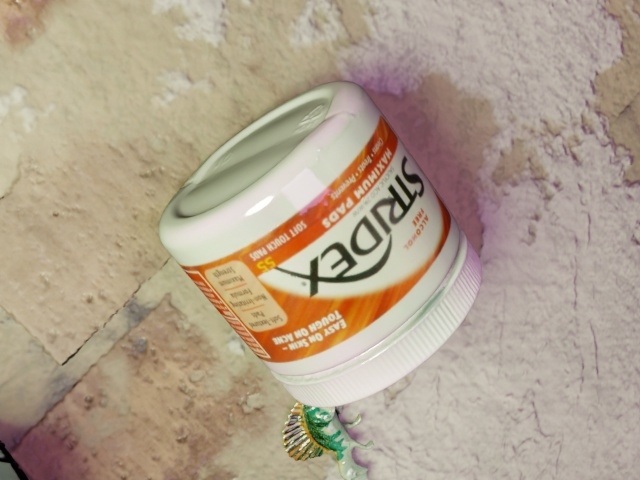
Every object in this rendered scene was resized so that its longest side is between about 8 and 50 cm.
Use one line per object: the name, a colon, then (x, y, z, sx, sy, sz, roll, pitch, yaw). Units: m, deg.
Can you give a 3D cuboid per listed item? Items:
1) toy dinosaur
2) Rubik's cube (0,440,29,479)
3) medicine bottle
toy dinosaur: (-0.005, 0.210, 1.117, 0.187, 0.044, 0.106, 28, 95, -27)
Rubik's cube: (-0.414, 0.284, 0.766, 0.293, 0.288, 0.283, 17, 86, -29)
medicine bottle: (0.000, 0.000, 0.985, 0.252, 0.252, 0.241, -45, 112, -18)
